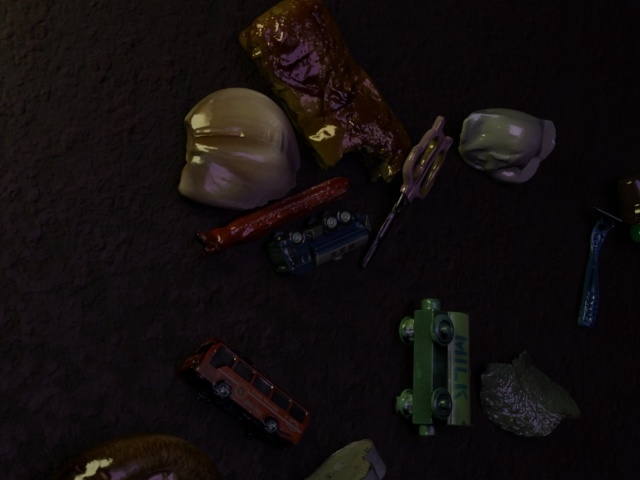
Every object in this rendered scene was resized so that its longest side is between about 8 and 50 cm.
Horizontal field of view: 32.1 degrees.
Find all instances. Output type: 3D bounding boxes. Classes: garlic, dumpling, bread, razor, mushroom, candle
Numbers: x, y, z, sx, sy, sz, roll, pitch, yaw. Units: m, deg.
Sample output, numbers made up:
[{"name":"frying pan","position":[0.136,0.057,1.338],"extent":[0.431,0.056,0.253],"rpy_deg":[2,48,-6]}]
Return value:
[{"name":"garlic","position":[-0.124,-0.158,1.910],"extent":[0.228,0.110,0.217],"rpy_deg":[8,72,-29]},{"name":"dumpling","position":[0.366,-0.188,2.216],"extent":[0.228,0.124,0.151],"rpy_deg":[9,111,-24]},{"name":"bread","position":[0.014,-0.258,2.013],"extent":[0.185,0.109,0.380],"rpy_deg":[-42,104,-31]},{"name":"razor","position":[0.573,0.061,2.320],"extent":[0.082,0.042,0.253],"rpy_deg":[21,72,-24]},{"name":"mushroom","position":[-0.287,0.457,1.634],"extent":[0.345,0.239,0.345],"rpy_deg":[22,48,-27]},{"name":"candle","position":[0.029,0.414,1.865],"extent":[0.168,0.192,0.068],"rpy_deg":[-29,98,12]},{"name":"candle","position":[-0.078,-0.044,1.945],"extent":[0.329,0.051,0.048],"rpy_deg":[-24,79,-33]}]

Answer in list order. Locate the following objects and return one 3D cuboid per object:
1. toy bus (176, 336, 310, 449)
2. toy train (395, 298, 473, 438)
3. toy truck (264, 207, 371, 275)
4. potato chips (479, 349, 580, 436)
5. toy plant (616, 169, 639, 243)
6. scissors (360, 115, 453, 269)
[{"name":"toy bus","position":[-0.124,0.257,1.847],"extent":[0.235,0.073,0.096],"rpy_deg":[42,53,-17]},{"name":"toy train","position":[0.225,0.238,2.049],"extent":[0.157,0.105,0.253],"rpy_deg":[14,72,-43]},{"name":"toy truck","position":[0.000,0.000,1.976],"extent":[0.201,0.074,0.088],"rpy_deg":[-24,101,-33]},{"name":"potato chips","position":[0.412,0.298,2.166],"extent":[0.228,0.059,0.167],"rpy_deg":[-12,76,-32]},{"name":"toy plant","position":[0.699,-0.048,2.378],"extent":[0.143,0.105,0.200],"rpy_deg":[-35,100,-53]},{"name":"scissors","position":[0.159,-0.080,2.073],"extent":[0.318,0.024,0.160],"rpy_deg":[-59,155,-11]}]
